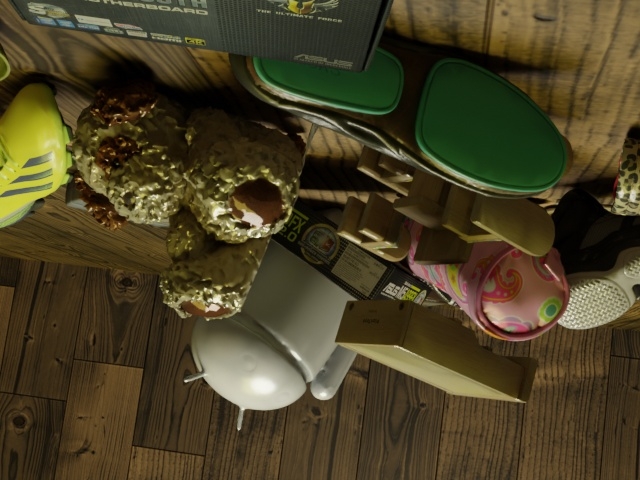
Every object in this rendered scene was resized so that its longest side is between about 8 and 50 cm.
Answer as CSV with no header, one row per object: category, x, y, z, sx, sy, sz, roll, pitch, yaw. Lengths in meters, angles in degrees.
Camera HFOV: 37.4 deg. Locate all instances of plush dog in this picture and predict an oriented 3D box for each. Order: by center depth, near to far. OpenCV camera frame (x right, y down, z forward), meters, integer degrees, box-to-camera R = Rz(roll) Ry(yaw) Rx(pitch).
plush dog,-0.140,-0.076,0.956,0.225,0.211,0.262,22,142,-7

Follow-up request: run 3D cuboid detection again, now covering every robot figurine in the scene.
robot figurine,-0.060,0.113,1.453,0.300,0.353,0.199,43,159,-14

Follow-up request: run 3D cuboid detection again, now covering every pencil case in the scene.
pencil case,0.173,0.017,1.105,0.124,0.124,0.284,10,-167,-19

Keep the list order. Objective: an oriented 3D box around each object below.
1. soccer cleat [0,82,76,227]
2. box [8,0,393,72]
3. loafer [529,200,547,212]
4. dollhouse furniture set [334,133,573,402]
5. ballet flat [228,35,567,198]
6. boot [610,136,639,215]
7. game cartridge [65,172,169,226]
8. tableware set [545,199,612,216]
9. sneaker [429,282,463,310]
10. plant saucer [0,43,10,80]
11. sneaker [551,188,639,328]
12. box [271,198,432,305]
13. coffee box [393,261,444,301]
soccer cleat,-0.351,-0.080,1.035,0.121,0.093,0.289,-11,167,-33
box,-0.073,-0.163,0.534,0.232,0.059,0.183,7,171,-3
loafer,0.228,-0.028,1.254,0.148,0.050,0.056,2,171,33
dollhouse furniture set,0.137,0.014,0.915,0.161,0.242,0.212,27,163,-29
ballet flat,0.059,-0.110,0.732,0.280,0.095,0.096,21,178,-20
boot,0.379,-0.039,0.924,0.178,0.085,0.236,7,166,17
game cartridge,-0.255,-0.066,1.439,0.198,0.062,0.297,9,173,-41
tableware set,0.391,-0.013,1.253,0.194,0.039,0.128,7,172,2
sneaker,0.254,0.050,1.557,0.281,0.106,0.162,23,-167,-30
plant saucer,-0.375,-0.181,0.772,0.240,0.037,0.241,7,172,1
sneaker,0.364,-0.011,1.088,0.268,0.153,0.101,-24,130,1
box,0.000,0.000,1.222,0.270,0.060,0.216,35,-177,21
coffee box,0.168,0.070,1.834,0.141,0.098,0.246,9,172,-10
